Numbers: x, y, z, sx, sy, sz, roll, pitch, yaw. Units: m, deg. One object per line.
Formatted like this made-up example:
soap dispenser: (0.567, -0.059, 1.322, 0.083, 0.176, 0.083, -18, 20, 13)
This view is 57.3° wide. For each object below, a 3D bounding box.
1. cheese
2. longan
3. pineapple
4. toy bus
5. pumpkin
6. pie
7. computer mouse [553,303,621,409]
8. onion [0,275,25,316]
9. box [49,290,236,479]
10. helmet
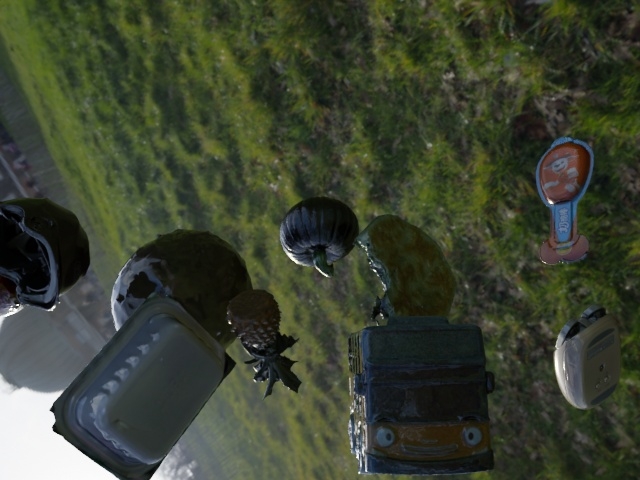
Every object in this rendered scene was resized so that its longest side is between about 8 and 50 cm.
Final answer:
cheese: (0.421, -0.075, 1.013, 0.037, 0.256, 0.106, 29, 150, -34)
longan: (-0.381, 0.153, 1.625, 0.391, 0.391, 0.391, 51, 171, 12)
pineapple: (-0.122, 0.232, 1.266, 0.118, 0.130, 0.278, 16, 140, 32)
toy bus: (0.119, 0.208, 0.808, 0.323, 0.161, 0.194, 92, 177, -79)
pumpkin: (0.000, 0.000, 1.770, 0.248, 0.248, 0.248, 51, 171, 12)
pie: (0.247, 0.097, 1.661, 0.078, 0.296, 0.372, -44, 53, 56)
computer mouse: (0.560, 0.247, 1.230, 0.082, 0.145, 0.237, 37, 152, 57)
onion: (-0.804, 0.126, 1.493, 0.194, 0.159, 0.160, 15, 146, 43)
box: (-0.324, 0.300, 1.163, 0.106, 0.337, 0.264, -3, 133, 52)
helmet: (-0.647, 0.018, 1.388, 0.305, 0.225, 0.177, 36, -148, 15)
